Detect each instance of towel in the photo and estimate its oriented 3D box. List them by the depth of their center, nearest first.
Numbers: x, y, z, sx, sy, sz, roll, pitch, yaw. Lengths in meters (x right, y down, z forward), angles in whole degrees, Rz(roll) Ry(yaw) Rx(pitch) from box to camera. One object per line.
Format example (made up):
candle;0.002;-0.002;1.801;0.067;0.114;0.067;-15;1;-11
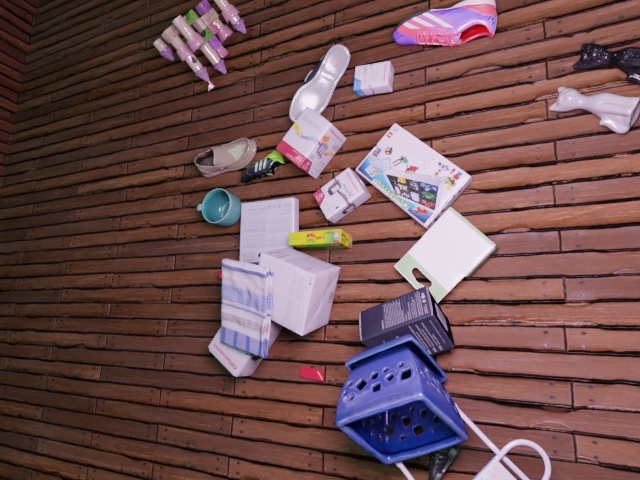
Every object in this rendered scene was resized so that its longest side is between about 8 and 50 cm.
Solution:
towel;-0.233;0.204;1.393;0.209;0.034;0.284;10;102;34

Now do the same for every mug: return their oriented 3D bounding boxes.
mug;-0.359;-0.121;1.661;0.158;0.097;0.129;37;96;30

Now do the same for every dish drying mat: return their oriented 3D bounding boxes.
dish drying mat;-0.026;0.413;1.411;0.083;0.008;0.032;4;81;28

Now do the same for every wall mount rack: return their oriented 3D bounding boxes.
wall mount rack;0.349;0.570;1.079;0.350;0.130;0.304;-45;73;-2

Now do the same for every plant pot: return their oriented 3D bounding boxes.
plant pot;0.195;0.384;1.134;0.236;0.236;0.212;-28;31;23

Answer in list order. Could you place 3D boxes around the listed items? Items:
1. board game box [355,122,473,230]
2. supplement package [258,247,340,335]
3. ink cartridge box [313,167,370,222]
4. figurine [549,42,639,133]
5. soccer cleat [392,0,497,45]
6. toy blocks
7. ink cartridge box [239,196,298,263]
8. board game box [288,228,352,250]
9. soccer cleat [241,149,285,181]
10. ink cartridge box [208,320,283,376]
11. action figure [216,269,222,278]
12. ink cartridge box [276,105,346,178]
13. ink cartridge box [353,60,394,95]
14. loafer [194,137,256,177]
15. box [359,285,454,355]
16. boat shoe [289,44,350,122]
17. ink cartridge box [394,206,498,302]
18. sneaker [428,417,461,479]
board game box;0.275;-0.197;1.377;0.193;0.053;0.305;-49;61;8
supplement package;-0.077;0.148;1.395;0.203;0.149;0.194;21;106;29
ink cartridge box;0.069;-0.146;1.465;0.150;0.063;0.109;-36;64;16
figurine;0.735;-0.405;1.181;0.209;0.092;0.214;32;94;37
soccer cleat;0.378;-0.651;1.409;0.318;0.109;0.116;-6;79;24
toy blocks;-0.463;-0.783;1.832;0.309;0.260;0.288;-5;44;50
ink cartridge box;-0.178;-0.028;1.574;0.223;0.045;0.223;-3;80;27
board game box;0.000;0.000;1.449;0.181;0.092;0.043;-4;75;27
soccer cleat;-0.208;-0.255;1.639;0.179;0.060;0.072;-31;67;14
ink cartridge box;-0.243;0.312;1.499;0.160;0.093;0.219;36;96;30
action figure;-0.328;0.122;1.626;0.115;0.030;0.038;-5;70;31
ink cartridge box;-0.029;-0.326;1.522;0.127;0.128;0.176;42;99;29
ink cartridge box;0.178;-0.536;1.510;0.123;0.052;0.088;1;79;29
loafer;-0.362;-0.312;1.712;0.269;0.092;0.101;-21;69;22
box;0.229;0.239;1.222;0.207;0.153;0.108;-24;33;20
boat shoe;-0.003;-0.535;1.586;0.114;0.091;0.302;38;97;-15
ink cartridge box;0.350;0.047;1.280;0.235;0.056;0.171;-49;61;12
sneaker;0.300;0.553;1.185;0.089;0.051;0.170;34;88;26
